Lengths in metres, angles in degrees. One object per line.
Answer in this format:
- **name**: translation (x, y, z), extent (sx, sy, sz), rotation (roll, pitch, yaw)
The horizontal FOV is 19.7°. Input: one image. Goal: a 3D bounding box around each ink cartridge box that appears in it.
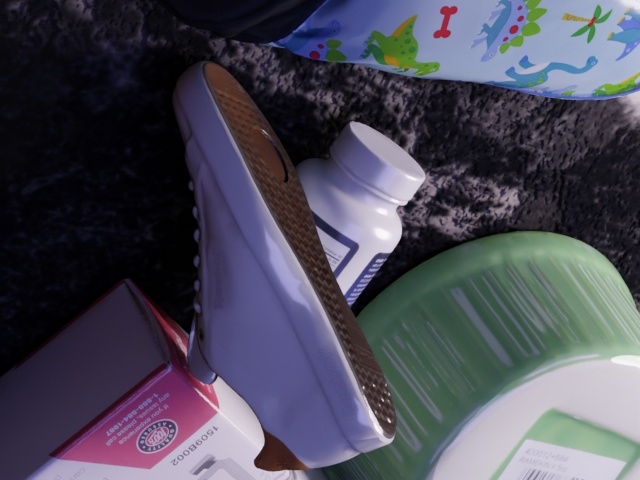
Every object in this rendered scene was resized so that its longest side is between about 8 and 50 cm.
- **ink cartridge box**: translation (-0.129, 0.193, 1.405), extent (0.207, 0.117, 0.283), rotation (-39, 132, 3)

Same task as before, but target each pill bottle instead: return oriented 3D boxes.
- **pill bottle**: translation (0.000, 0.000, 1.344), extent (0.094, 0.094, 0.169), rotation (24, 111, -38)

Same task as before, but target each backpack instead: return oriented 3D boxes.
- **backpack**: translation (0.105, -0.224, 1.145), extent (0.355, 0.273, 0.290), rotation (-4, 131, -55)

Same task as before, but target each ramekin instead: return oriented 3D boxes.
- **ramekin**: translation (0.158, 0.157, 1.508), extent (0.303, 0.148, 0.303), rotation (-14, 129, -18)

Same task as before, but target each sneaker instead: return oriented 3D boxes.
- **sneaker**: translation (-0.059, 0.025, 1.259), extent (0.123, 0.290, 0.106), rotation (-23, 179, 18)
